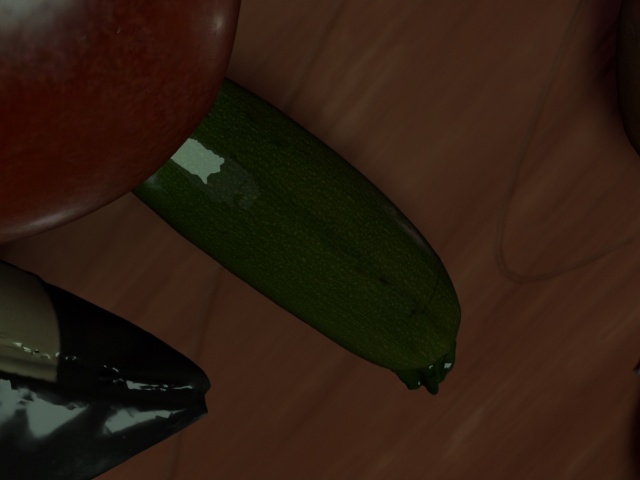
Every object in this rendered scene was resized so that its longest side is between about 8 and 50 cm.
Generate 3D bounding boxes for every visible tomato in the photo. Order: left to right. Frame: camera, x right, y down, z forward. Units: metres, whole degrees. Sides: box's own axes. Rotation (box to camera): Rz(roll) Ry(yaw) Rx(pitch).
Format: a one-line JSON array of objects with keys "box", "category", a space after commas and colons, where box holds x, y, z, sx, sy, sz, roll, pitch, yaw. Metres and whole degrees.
[{"box": [-0.108, -0.081, 0.434, 0.167, 0.167, 0.167, -15, 128, -21], "category": "tomato"}]

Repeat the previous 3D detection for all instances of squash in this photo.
[{"box": [0.000, 0.000, 0.618, 0.066, 0.066, 0.252, -47, 133, 6], "category": "squash"}]

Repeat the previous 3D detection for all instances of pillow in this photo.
[{"box": [-0.187, 0.045, 0.487, 0.249, 0.106, 0.186, 17, 156, -37], "category": "pillow"}]

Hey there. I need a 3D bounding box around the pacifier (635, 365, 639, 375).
[{"box": [0.339, 0.131, 0.815, 0.220, 0.273, 0.332, 1, 123, -50], "category": "pacifier"}]

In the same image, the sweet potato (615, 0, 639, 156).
[{"box": [0.183, -0.102, 0.647, 0.108, 0.079, 0.346, -25, 135, -29], "category": "sweet potato"}]
